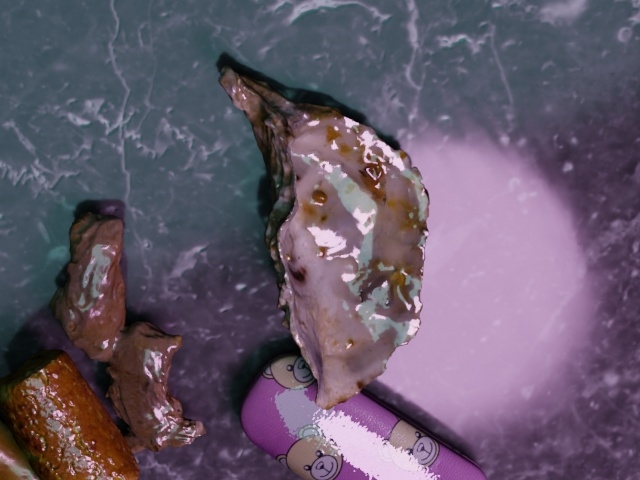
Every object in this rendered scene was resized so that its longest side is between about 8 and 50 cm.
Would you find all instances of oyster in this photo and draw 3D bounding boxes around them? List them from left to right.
[{"bbox_3d":[0.019,-0.019,1.862,0.204,0.111,0.396,-17,99,-26],"label":"oyster"}]

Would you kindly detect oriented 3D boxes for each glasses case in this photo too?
[{"bbox_3d":[0.052,0.247,1.941,0.316,0.076,0.123,34,94,-11],"label":"glasses case"}]

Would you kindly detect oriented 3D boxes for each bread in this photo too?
[{"bbox_3d":[-0.284,0.212,1.858,0.103,0.132,0.172,-32,100,-21],"label":"bread"}]

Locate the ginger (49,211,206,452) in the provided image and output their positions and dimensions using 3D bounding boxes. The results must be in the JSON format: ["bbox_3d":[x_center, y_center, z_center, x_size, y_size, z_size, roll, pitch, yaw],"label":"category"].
[{"bbox_3d":[-0.222,0.109,1.873,0.122,0.084,0.290,-12,109,21],"label":"ginger"}]

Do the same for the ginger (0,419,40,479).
[{"bbox_3d":[-0.350,0.266,1.918,0.118,0.065,0.299,-43,106,-1],"label":"ginger"}]
